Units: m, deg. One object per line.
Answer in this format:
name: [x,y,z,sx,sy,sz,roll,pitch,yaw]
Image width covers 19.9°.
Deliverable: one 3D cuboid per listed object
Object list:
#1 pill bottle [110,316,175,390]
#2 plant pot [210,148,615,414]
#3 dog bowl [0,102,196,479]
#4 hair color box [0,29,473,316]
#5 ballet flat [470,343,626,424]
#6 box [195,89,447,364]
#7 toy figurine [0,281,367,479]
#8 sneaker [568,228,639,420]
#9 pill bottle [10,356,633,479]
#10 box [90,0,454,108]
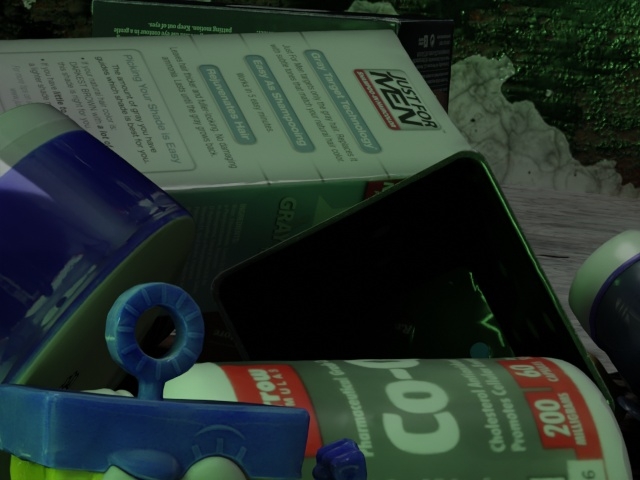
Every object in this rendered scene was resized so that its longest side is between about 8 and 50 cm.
pill bottle: [-0.207,0.018,1.497,0.204,0.204,0.361,4,9,5]
plant pot: [0.065,0.080,1.169,0.187,0.188,0.167,-27,-14,2]
dog bowl: [-0.185,0.061,0.986,0.104,0.265,0.265,36,13,5]
hair color box: [-0.096,-0.048,1.247,0.374,0.114,0.185,-5,40,-22]
ballet flat: [0.158,0.115,1.509,0.073,0.080,0.232,32,-8,-37]
box: [0.000,0.000,1.455,0.191,0.143,0.381,10,31,-4]
toy figurine: [-0.109,0.117,0.698,0.362,0.217,0.191,8,3,-26]
sneaker: [0.337,0.125,1.397,0.236,0.130,0.323,46,9,36]
pill bottle: [-0.003,0.140,0.907,0.283,0.161,0.161,0,9,-19]
box: [-0.056,-0.087,1.895,0.343,0.313,0.179,7,9,21]
